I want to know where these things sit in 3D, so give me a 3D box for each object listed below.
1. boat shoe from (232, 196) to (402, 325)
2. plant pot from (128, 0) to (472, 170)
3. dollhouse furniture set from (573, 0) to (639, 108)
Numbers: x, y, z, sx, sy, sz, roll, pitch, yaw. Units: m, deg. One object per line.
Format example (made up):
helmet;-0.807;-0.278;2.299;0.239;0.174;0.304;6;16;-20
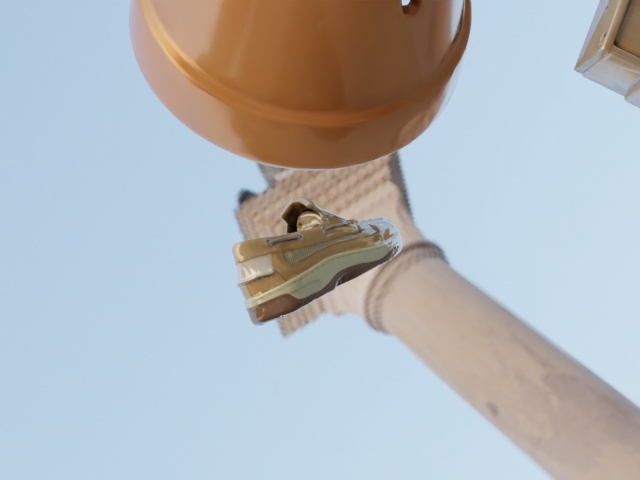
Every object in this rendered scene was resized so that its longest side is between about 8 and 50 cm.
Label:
boat shoe;0.000;0.000;0.881;0.068;0.072;0.190;-25;0;29
plant pot;-0.002;-0.231;0.956;0.290;0.291;0.203;-26;-21;-24
dollhouse furniture set;0.270;-0.136;0.647;0.161;0.242;0.212;25;-104;-6
